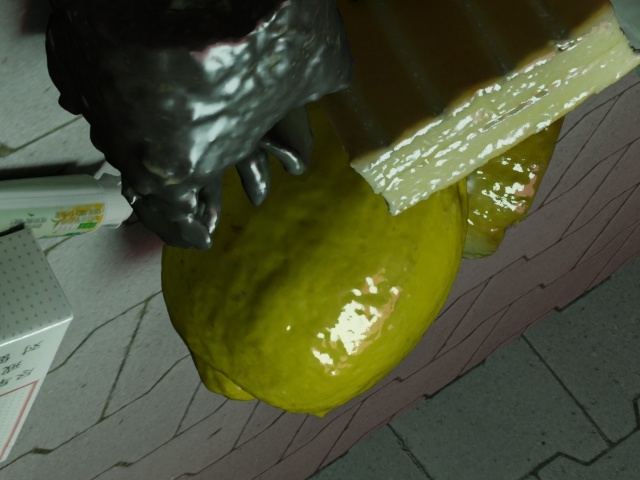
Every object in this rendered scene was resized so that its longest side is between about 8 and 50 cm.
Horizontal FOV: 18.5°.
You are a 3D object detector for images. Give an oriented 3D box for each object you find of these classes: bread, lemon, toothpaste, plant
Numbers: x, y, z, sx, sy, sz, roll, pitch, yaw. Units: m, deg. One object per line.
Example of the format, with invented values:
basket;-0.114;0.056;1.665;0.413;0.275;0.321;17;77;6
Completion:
bread;0.099;-0.179;1.557;0.239;0.246;0.111;-31;143;6
lemon;-0.006;0.005;1.864;0.285;0.285;0.316;-21;126;-51
toothpaste;-0.260;-0.021;1.577;0.314;0.056;0.058;-7;106;-57
plant;-0.083;-0.136;1.362;0.188;0.199;0.276;-30;158;-16

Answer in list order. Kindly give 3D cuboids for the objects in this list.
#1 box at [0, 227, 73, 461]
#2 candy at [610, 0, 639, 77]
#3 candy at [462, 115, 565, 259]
box;-0.346;0.128;1.649;0.210;0.095;0.330;-20;161;-27
candy;0.378;-0.329;1.893;0.359;0.208;0.145;-38;172;-5
candy;0.166;-0.105;2.013;0.260;0.118;0.259;-163;-90;-75
